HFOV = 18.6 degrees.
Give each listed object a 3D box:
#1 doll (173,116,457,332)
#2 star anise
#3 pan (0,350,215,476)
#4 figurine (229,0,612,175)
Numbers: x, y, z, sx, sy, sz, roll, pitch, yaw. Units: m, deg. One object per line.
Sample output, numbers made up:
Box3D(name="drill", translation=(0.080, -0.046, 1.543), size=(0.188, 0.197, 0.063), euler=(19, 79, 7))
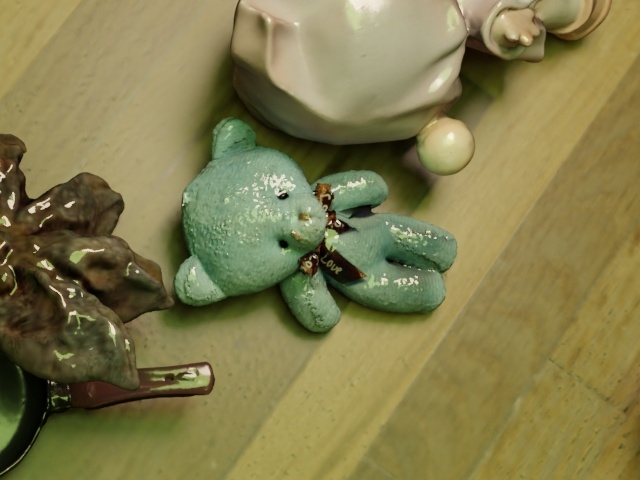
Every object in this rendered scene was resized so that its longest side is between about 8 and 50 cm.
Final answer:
Box3D(name="doll", translation=(0.000, -0.001, 1.199), size=(0.179, 0.075, 0.120), euler=(15, 79, -7))
Box3D(name="star anise", translation=(-0.190, 0.003, 1.141), size=(0.212, 0.073, 0.197), euler=(5, 44, -15))
Box3D(name="pan", translation=(-0.169, 0.089, 1.158), size=(0.212, 0.040, 0.115), euler=(-4, 75, -7))
Box3D(name="figurine", translation=(0.065, -0.144, 1.222), size=(0.276, 0.133, 0.200), euler=(-21, 77, -17))
